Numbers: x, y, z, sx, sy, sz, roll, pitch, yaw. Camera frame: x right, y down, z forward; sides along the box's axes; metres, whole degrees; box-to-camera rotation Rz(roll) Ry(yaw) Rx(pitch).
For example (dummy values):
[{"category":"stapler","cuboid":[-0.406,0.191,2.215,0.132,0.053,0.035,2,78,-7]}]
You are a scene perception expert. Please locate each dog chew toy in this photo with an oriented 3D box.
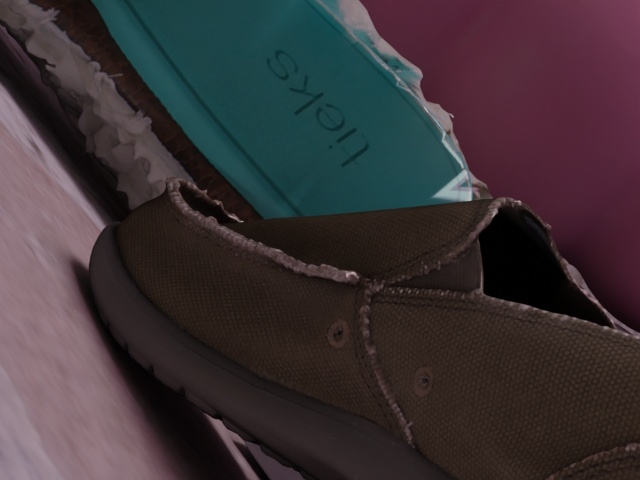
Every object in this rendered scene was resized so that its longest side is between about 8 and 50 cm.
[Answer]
[{"category":"dog chew toy","cuboid":[0.097,-0.086,0.851,0.332,0.206,0.206,44,1,7]}]

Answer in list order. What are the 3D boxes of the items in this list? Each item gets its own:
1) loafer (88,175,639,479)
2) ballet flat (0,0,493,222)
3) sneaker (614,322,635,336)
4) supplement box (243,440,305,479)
[{"category":"loafer","cuboid":[0.034,0.033,0.498,0.251,0.087,0.094,29,-5,45]},{"category":"ballet flat","cuboid":[-0.093,-0.112,0.757,0.409,0.147,0.147,56,3,11]},{"category":"sneaker","cuboid":[0.097,0.115,0.939,0.150,0.135,0.366,44,-12,36]},{"category":"supplement box","cuboid":[0.089,0.120,0.620,0.220,0.111,0.114,53,3,16]}]
